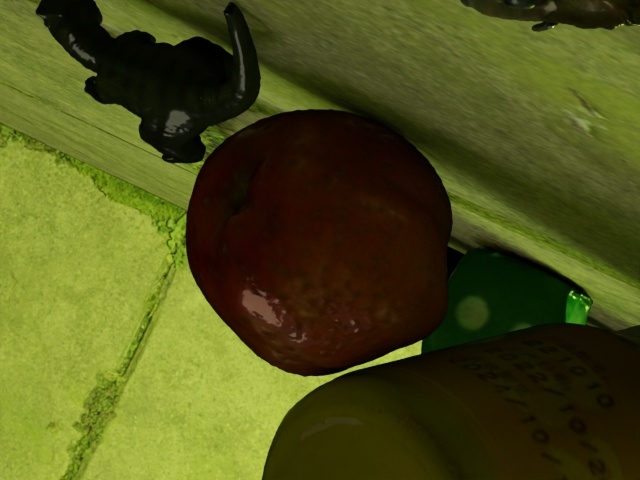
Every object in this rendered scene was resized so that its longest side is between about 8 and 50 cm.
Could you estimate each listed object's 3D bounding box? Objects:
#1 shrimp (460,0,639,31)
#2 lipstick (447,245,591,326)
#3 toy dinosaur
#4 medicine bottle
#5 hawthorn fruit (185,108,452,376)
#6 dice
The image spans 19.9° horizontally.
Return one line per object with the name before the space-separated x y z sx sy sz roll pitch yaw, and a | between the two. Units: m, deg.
shrimp | 0.041 -0.095 0.591 0.126 0.048 0.223 19 -174 -39
lipstick | 0.215 0.090 1.837 0.418 0.077 0.077 27 176 -42
toy dinosaur | -0.116 -0.109 1.107 0.187 0.087 0.179 23 177 15
medicine bottle | 0.163 0.171 1.284 0.384 0.224 0.224 -10 -158 -42
hawthorn fruit | 0.000 0.000 1.189 0.189 0.189 0.189 25 176 2
dice | 0.167 0.086 1.643 0.120 0.131 0.128 24 178 17
